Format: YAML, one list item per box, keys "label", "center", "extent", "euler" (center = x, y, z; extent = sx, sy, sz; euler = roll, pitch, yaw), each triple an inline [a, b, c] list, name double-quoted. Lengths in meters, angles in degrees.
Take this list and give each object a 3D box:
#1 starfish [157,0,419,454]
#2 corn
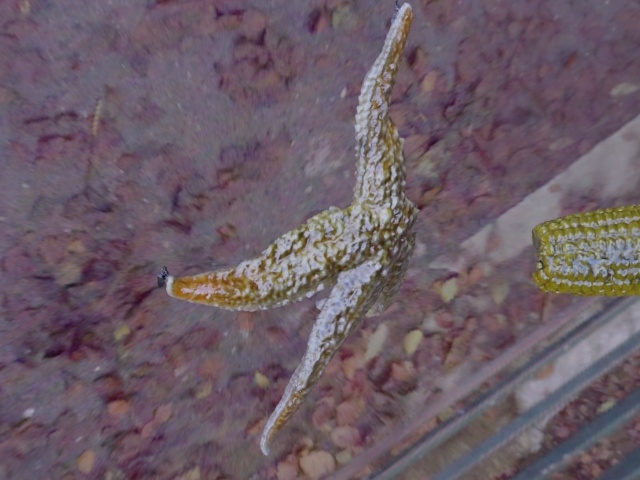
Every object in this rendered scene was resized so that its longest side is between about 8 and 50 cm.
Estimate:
- label: "starfish"
  center: [0.009, 0.007, 1.023]
  extent: [0.132, 0.398, 0.384]
  euler: [35, 64, 28]
- label: "corn"
  center: [0.392, 0.008, 1.020]
  extent: [0.318, 0.115, 0.115]
  euler: [-7, 89, 9]
